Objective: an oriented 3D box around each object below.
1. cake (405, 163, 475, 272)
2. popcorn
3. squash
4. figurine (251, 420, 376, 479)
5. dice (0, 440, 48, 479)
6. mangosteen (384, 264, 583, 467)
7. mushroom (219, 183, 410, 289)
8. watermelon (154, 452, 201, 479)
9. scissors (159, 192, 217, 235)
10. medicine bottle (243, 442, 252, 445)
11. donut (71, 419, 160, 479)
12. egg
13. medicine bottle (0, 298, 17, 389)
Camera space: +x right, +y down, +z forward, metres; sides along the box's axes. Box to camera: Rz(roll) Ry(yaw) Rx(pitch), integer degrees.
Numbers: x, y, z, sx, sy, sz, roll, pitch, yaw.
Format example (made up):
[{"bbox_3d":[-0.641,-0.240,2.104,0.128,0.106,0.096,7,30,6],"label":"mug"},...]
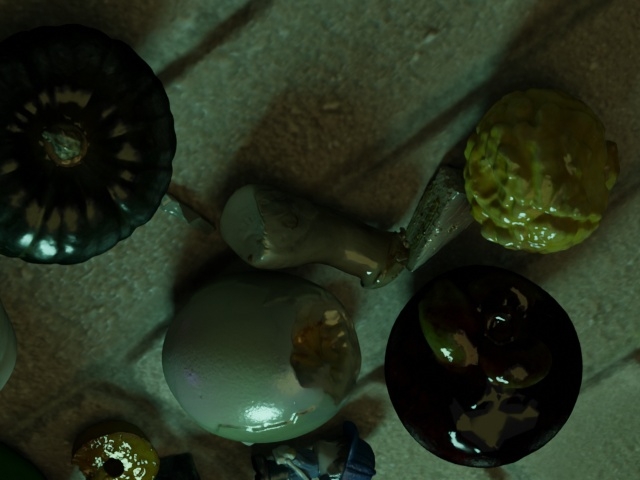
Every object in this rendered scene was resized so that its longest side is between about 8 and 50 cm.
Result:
[{"bbox_3d":[0.123,-0.023,1.505,0.121,0.052,0.065,-43,135,17],"label":"cake"},{"bbox_3d":[0.233,-0.072,1.434,0.180,0.180,0.170,-23,174,-2],"label":"popcorn"},{"bbox_3d":[-0.230,-0.083,1.218,0.218,0.172,0.218,-14,115,-34],"label":"squash"},{"bbox_3d":[-0.006,0.273,1.685,0.149,0.087,0.086,-10,168,-12],"label":"figurine"},{"bbox_3d":[-0.423,0.400,1.480,0.287,0.297,0.300,-38,132,14],"label":"dice"},{"bbox_3d":[0.183,0.129,1.521,0.228,0.228,0.265,-14,155,-10],"label":"mangosteen"},{"bbox_3d":[-0.002,-0.001,1.449,0.223,0.092,0.081,16,101,-39],"label":"mushroom"},{"bbox_3d":[-0.199,0.393,1.694,0.319,0.213,0.290,11,93,17],"label":"watermelon"},{"bbox_3d":[-0.181,-0.052,1.381,0.110,0.021,0.212,-43,128,18],"label":"scissors"},{"bbox_3d":[-0.043,0.170,1.579,0.140,0.079,0.079,-38,131,11],"label":"medicine bottle"},{"bbox_3d":[-0.237,0.250,1.596,0.097,0.043,0.108,-16,131,-8],"label":"donut"},{"bbox_3d":[-0.074,0.125,1.459,0.217,0.183,0.183,-18,141,36],"label":"egg"},{"bbox_3d":[-0.410,0.010,1.230,0.190,0.190,0.332,-19,132,-6],"label":"medicine bottle"}]
